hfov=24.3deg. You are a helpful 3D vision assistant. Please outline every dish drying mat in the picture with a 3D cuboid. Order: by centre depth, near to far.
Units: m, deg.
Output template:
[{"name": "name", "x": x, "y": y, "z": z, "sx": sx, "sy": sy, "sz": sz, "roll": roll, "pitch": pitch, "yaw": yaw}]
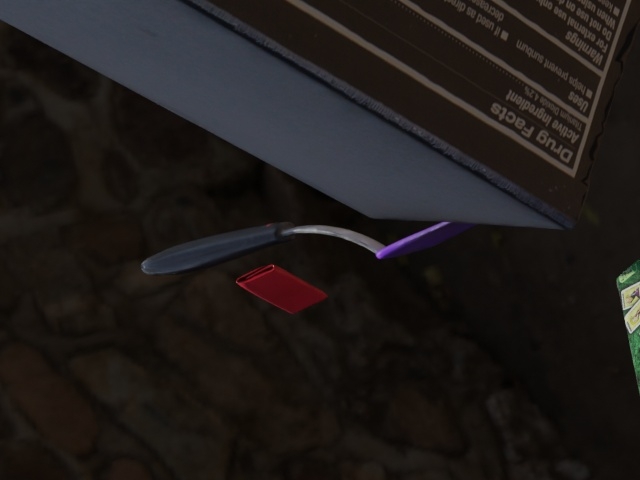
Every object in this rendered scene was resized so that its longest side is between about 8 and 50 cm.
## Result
[{"name": "dish drying mat", "x": -0.026, "y": 0.034, "z": 1.039, "sx": 0.032, "sy": 0.083, "sz": 0.008, "roll": -26, "pitch": 65, "yaw": 17}]

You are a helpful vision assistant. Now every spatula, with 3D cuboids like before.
[{"name": "spatula", "x": 0.000, "y": 0.000, "z": 0.978, "sx": 0.297, "sy": 0.084, "sz": 0.030, "roll": -6, "pitch": 93, "yaw": 32}]

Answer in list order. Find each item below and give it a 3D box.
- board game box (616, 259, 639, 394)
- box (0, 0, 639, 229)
[{"name": "board game box", "x": 0.262, "y": 0.138, "z": 0.934, "sx": 0.030, "sy": 0.136, "sz": 0.259, "roll": -47, "pitch": 30, "yaw": 38}, {"name": "box", "x": 0.014, "y": -0.195, "z": 0.731, "sx": 0.183, "sy": 0.296, "sz": 0.294, "roll": 1, "pitch": 68, "yaw": 56}]
